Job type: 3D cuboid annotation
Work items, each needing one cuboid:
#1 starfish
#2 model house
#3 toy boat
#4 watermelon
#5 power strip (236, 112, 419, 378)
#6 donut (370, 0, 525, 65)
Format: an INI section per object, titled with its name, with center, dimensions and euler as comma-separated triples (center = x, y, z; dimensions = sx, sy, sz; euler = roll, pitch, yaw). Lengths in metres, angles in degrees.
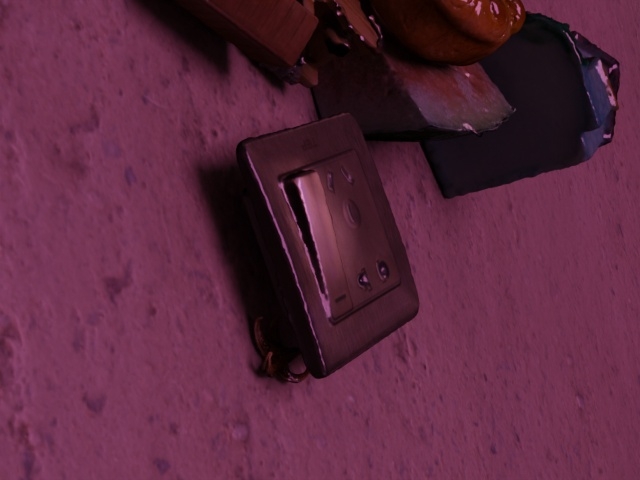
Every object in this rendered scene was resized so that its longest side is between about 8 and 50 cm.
[starfish]
center = -0.044, 0.114, 1.306
dimensions = 0.091, 0.028, 0.078
euler = 53, 29, -27
[model house]
center = 0.293, -0.227, 1.808
dimensions = 0.249, 0.280, 0.230
euler = -46, 117, -51
[toy boat]
center = -0.112, -0.292, 1.315
dimensions = 0.445, 0.136, 0.162
euler = 35, 42, -42
[watermelon]
center = 0.089, -0.222, 1.623
dimensions = 0.302, 0.151, 0.264
euler = 58, 31, 9
[power strip]
center = -0.002, 0.001, 1.370
dimensions = 0.251, 0.092, 0.257
euler = -25, 97, -64
[donut]
center = 0.144, -0.313, 1.528
dimensions = 0.226, 0.114, 0.227
euler = 33, 36, -28
